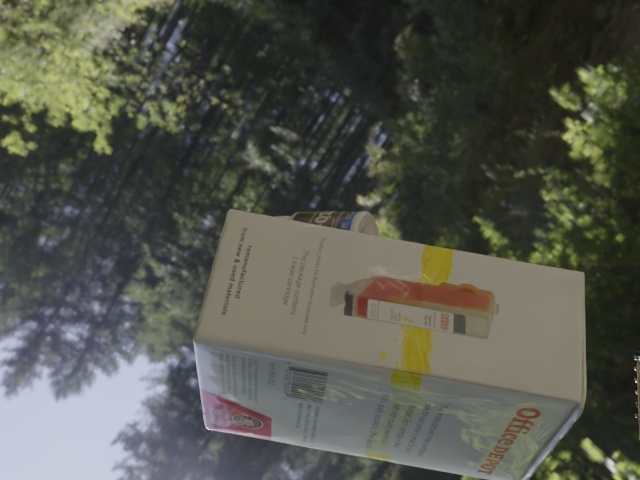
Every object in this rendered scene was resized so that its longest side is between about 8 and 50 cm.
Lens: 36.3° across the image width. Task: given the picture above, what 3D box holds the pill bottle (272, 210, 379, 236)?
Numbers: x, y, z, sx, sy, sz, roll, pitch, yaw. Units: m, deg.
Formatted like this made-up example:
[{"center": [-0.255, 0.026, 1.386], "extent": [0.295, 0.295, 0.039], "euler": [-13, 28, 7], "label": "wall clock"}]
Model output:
[{"center": [0.000, 0.000, 1.277], "extent": [0.137, 0.078, 0.078], "euler": [0, -169, 27], "label": "pill bottle"}]

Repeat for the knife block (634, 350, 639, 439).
[{"center": [0.459, 0.165, 1.054], "extent": [0.242, 0.088, 0.276], "euler": [-1, 179, -44], "label": "knife block"}]

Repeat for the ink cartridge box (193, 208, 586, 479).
[{"center": [0.069, 0.129, 1.086], "extent": [0.385, 0.279, 0.160], "euler": [11, -121, 1], "label": "ink cartridge box"}]
